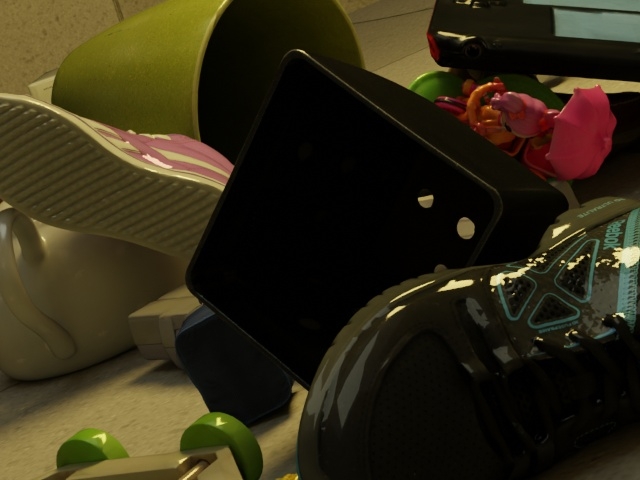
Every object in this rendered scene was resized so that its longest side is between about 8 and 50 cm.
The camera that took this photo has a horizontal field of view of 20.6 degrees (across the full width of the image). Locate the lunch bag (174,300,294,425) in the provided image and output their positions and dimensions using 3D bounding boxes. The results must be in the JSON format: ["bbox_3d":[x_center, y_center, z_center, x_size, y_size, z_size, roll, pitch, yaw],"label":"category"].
[{"bbox_3d":[-0.063,0.082,1.305,0.067,0.098,0.065,-26,9,8],"label":"lunch bag"}]

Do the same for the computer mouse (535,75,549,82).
[{"bbox_3d":[0.250,-0.213,2.112,0.193,0.106,0.042,-25,-32,10],"label":"computer mouse"}]

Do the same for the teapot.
[{"bbox_3d":[-0.244,0.012,1.727,0.252,0.187,0.256,-30,15,-30],"label":"teapot"}]

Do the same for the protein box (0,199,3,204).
[{"bbox_3d":[-0.387,-0.024,2.258,0.201,0.136,0.200,-30,15,-36],"label":"protein box"}]

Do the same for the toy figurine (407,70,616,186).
[{"bbox_3d":[0.170,-0.097,1.456,0.130,0.173,0.159,-67,14,-12],"label":"toy figurine"}]

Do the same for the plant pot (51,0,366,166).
[{"bbox_3d":[-0.146,-0.151,1.914,0.293,0.275,0.275,5,27,40],"label":"plant pot"}]

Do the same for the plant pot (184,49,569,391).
[{"bbox_3d":[0.057,-0.003,1.181,0.188,0.187,0.167,39,26,29],"label":"plant pot"}]

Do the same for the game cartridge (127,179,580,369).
[{"bbox_3d":[0.019,0.034,1.472,0.230,0.068,0.355,-36,18,-35],"label":"game cartridge"}]

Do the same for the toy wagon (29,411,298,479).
[{"bbox_3d":[-0.140,0.192,1.039,0.344,0.068,0.267,-11,16,39],"label":"toy wagon"}]

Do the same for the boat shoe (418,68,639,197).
[{"bbox_3d":[0.155,-0.114,1.615,0.324,0.120,0.122,-11,6,-26],"label":"boat shoe"}]

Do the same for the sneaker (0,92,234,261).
[{"bbox_3d":[-0.196,-0.068,1.640,0.161,0.282,0.102,-86,22,-70],"label":"sneaker"}]

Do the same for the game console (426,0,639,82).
[{"bbox_3d":[0.296,-0.194,1.612,0.386,0.060,0.342,5,14,5],"label":"game console"}]

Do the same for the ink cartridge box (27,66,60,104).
[{"bbox_3d":[-0.323,-0.144,2.491,0.093,0.212,0.154,-18,11,5],"label":"ink cartridge box"}]

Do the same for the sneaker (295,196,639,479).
[{"bbox_3d":[0.129,0.062,0.992,0.341,0.125,0.139,-33,21,-34],"label":"sneaker"}]
